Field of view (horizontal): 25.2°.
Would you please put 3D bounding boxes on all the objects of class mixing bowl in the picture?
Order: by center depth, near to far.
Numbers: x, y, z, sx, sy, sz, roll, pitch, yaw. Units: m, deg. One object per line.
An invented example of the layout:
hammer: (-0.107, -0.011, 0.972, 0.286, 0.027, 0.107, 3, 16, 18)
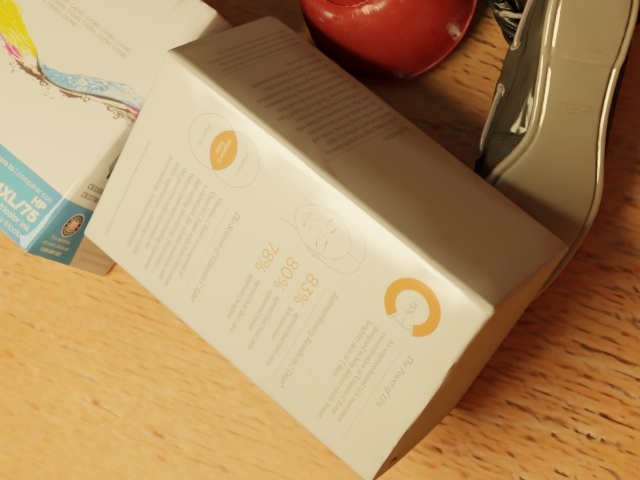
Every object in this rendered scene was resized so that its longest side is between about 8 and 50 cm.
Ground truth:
mixing bowl: (0.048, -0.245, 1.328, 0.181, 0.098, 0.181, -4, 80, 23)

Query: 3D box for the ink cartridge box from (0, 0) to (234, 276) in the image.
ink cartridge box: (-0.221, -0.139, 1.338, 0.197, 0.198, 0.270, 39, 92, 15)

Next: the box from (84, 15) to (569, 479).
box: (0.000, 0.000, 1.245, 0.345, 0.168, 0.215, 40, 124, 14)

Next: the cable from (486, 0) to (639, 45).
cable: (0.243, -0.253, 1.332, 0.184, 0.047, 0.150, -28, 78, 6)

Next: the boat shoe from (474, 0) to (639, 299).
boat shoe: (0.205, -0.099, 1.294, 0.112, 0.095, 0.335, 14, 103, -7)
